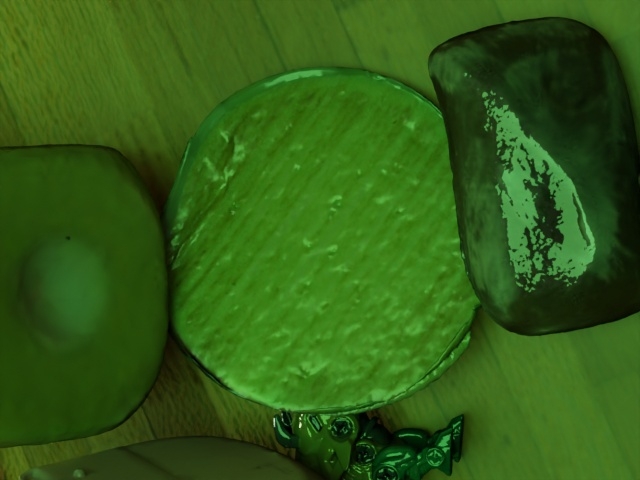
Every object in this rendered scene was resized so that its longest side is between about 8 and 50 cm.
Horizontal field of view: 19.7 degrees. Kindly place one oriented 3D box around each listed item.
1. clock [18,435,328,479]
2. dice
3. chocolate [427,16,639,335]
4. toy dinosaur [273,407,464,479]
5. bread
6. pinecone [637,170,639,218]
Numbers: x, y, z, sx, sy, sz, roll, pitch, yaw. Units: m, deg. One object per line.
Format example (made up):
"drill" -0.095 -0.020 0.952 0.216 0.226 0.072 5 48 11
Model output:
"clock" -0.092 0.354 1.481 0.368 0.250 0.376 18 116 51
"dice" -0.276 0.041 1.514 0.233 0.227 0.238 3 95 48
"chocolate" 0.184 -0.054 1.447 0.157 0.080 0.254 -11 88 -9
"toy dinosaur" 0.045 0.232 1.537 0.153 0.094 0.259 -3 97 14
"bread" 0.006 0.000 1.527 0.301 0.045 0.301 -3 77 12
"pinecone" 0.335 -0.039 1.369 0.221 0.221 0.221 1 94 17
